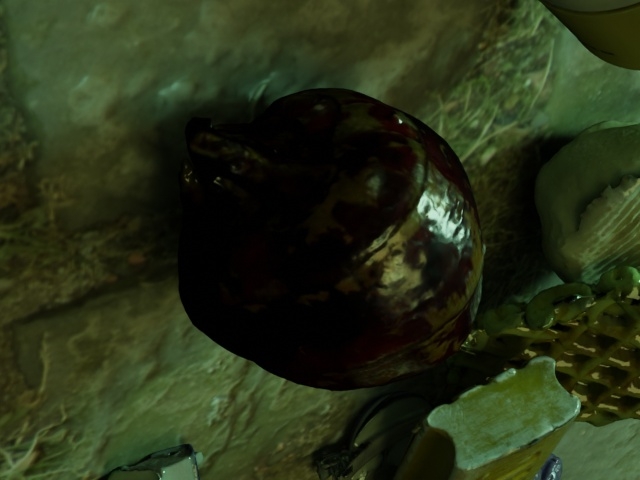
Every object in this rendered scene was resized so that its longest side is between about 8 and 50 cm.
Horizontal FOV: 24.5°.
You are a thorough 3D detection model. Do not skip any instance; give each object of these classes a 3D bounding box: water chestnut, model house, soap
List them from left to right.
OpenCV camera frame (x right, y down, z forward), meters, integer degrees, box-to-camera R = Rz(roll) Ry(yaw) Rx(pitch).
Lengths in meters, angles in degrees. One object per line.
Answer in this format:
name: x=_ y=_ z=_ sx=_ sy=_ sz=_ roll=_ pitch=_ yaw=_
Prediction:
model house: x=-0.152 y=0.257 z=1.462 sx=0.100 sy=0.088 sz=0.100 roll=-24 pitch=104 yaw=-56
water chestnut: x=0.000 y=0.000 z=1.247 sx=0.244 sy=0.289 sz=0.289 roll=-8 pitch=126 yaw=-29
soap: x=0.169 y=0.246 z=1.627 sx=0.173 sy=0.089 sz=0.274 roll=-24 pitch=156 yaw=-22

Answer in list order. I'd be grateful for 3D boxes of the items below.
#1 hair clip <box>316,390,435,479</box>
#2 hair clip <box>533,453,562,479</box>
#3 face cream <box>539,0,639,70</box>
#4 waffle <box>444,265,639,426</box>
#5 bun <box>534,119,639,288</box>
hair clip: x=0.073 y=0.224 z=1.640 sx=0.172 sy=0.049 sz=0.116 roll=-26 pitch=139 yaw=-29
hair clip: x=0.287 y=0.344 z=1.875 sx=0.278 sy=0.090 sz=0.137 roll=42 pitch=57 yaw=-53
face cream: x=0.276 y=-0.281 z=1.288 sx=0.218 sy=0.218 sz=0.179 roll=-52 pitch=139 yaw=5
waffle: x=0.295 y=0.127 z=1.635 sx=0.317 sy=0.073 sz=0.297 roll=-10 pitch=146 yaw=21
bun: x=0.341 y=-0.046 z=1.576 sx=0.239 sy=0.141 sz=0.239 roll=-11 pitch=144 yaw=-8
